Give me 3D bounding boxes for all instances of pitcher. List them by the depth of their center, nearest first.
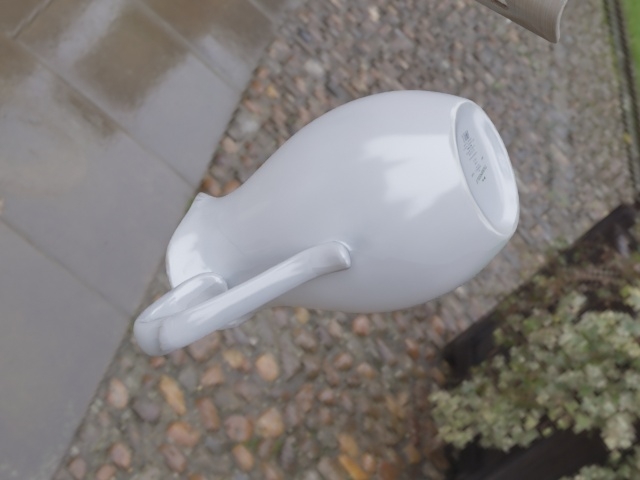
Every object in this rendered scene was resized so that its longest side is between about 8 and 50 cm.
[{"bbox_3d":[0.000,0.000,0.693,0.125,0.207,0.178,62,30,-17],"label":"pitcher"}]

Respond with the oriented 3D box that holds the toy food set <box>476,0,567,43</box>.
[{"bbox_3d":[0.287,-0.417,1.445,0.219,0.306,0.092,37,3,28],"label":"toy food set"}]
